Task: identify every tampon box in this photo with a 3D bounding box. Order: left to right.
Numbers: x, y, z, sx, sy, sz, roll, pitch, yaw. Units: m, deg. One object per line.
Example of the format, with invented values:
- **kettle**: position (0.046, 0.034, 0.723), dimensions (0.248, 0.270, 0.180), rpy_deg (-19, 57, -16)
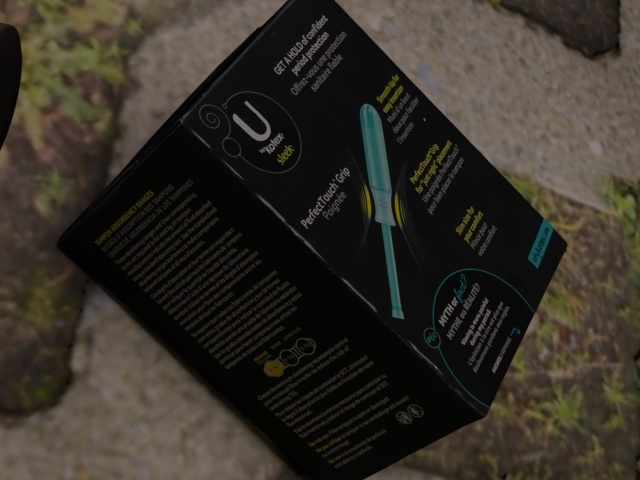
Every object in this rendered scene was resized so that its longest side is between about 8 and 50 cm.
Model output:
- **tampon box**: position (0.000, 0.000, 0.600), dimensions (0.161, 0.101, 0.120), rpy_deg (45, 44, -9)

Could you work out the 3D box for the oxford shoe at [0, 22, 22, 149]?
- **oxford shoe**: position (-0.175, 0.002, 0.489), dimensions (0.076, 0.076, 0.212), rpy_deg (16, 52, 4)
